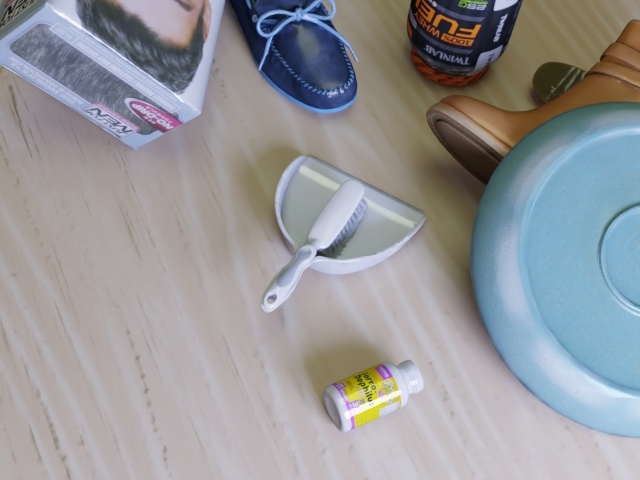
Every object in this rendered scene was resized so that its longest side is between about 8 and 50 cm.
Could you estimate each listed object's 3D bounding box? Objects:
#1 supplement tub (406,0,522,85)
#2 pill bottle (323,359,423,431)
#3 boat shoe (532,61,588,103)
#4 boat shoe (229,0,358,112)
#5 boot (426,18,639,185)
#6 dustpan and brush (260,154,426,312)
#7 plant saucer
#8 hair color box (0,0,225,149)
[{"bbox_3d":[0.157,-0.261,1.031,0.117,0.190,0.117,2,57,-4],"label":"supplement tub"},{"bbox_3d":[0.047,0.134,0.853,0.083,0.043,0.043,-21,62,-18],"label":"pill bottle"},{"bbox_3d":[0.301,-0.144,1.062,0.153,0.048,0.056,31,88,21],"label":"boat shoe"},{"bbox_3d":[-0.047,-0.248,1.062,0.109,0.089,0.258,-28,64,-21],"label":"boat shoe"},{"bbox_3d":[0.270,-0.135,0.968,0.284,0.109,0.220,27,82,6],"label":"boot"},{"bbox_3d":[0.000,0.000,0.924,0.147,0.060,0.211,27,59,12],"label":"dustpan and brush"},{"bbox_3d":[0.297,0.020,0.882,0.318,0.044,0.317,1,81,-7],"label":"plant saucer"},{"bbox_3d":[-0.194,-0.305,1.006,0.185,0.114,0.374,33,51,-37],"label":"hair color box"}]
